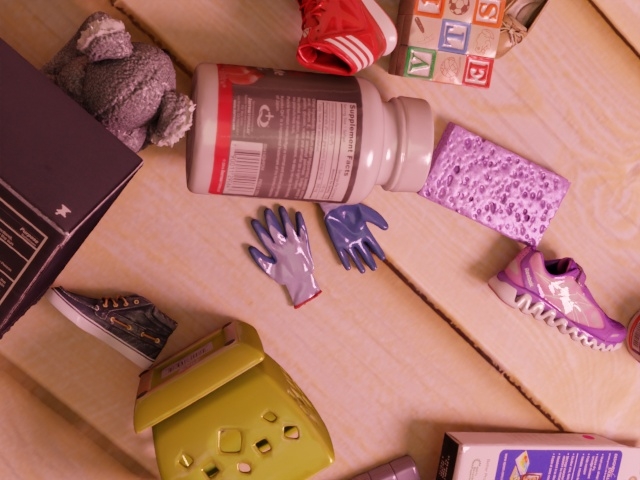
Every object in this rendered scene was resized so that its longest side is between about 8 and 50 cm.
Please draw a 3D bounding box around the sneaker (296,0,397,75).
[{"bbox_3d":[-0.006,-0.313,1.365,0.221,0.087,0.128,46,53,3],"label":"sneaker"}]

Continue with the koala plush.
[{"bbox_3d":[-0.251,-0.179,1.289,0.203,0.221,0.196,-47,110,-31],"label":"koala plush"}]

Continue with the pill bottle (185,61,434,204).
[{"bbox_3d":[-0.017,-0.139,1.397,0.318,0.176,0.176,4,102,-12],"label":"pill bottle"}]

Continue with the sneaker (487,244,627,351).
[{"bbox_3d":[0.374,0.083,1.560,0.236,0.095,0.104,28,100,-15],"label":"sneaker"}]

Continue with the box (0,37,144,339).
[{"bbox_3d":[-0.420,-0.067,1.237,0.296,0.183,0.294,41,132,-6],"label":"box"}]

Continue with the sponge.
[{"bbox_3d":[0.257,-0.080,1.538,0.210,0.031,0.117,24,98,-16],"label":"sponge"}]

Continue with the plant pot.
[{"bbox_3d":[-0.134,0.247,1.442,0.228,0.227,0.207,-31,99,-2],"label":"plant pot"}]

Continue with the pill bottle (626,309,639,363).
[{"bbox_3d":[0.553,0.169,1.565,0.108,0.193,0.108,-2,103,-10],"label":"pill bottle"}]

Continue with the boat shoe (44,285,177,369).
[{"bbox_3d":[-0.293,0.099,1.461,0.183,0.065,0.083,37,85,-18],"label":"boat shoe"}]

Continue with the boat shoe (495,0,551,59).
[{"bbox_3d":[0.288,-0.324,1.481,0.056,0.048,0.153,41,92,-16],"label":"boat shoe"}]

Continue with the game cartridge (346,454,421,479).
[{"bbox_3d":[0.096,0.538,1.632,0.230,0.068,0.355,-23,106,-10],"label":"game cartridge"}]

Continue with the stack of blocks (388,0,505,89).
[{"bbox_3d":[0.167,-0.368,1.428,0.171,0.087,0.297,6,101,-12],"label":"stack of blocks"}]

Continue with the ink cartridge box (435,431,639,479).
[{"bbox_3d":[0.348,0.393,1.623,0.370,0.069,0.176,6,100,-22],"label":"ink cartridge box"}]

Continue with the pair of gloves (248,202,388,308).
[{"bbox_3d":[0.000,0.000,1.512,0.198,0.023,0.159,-29,108,-3],"label":"pair of gloves"}]
